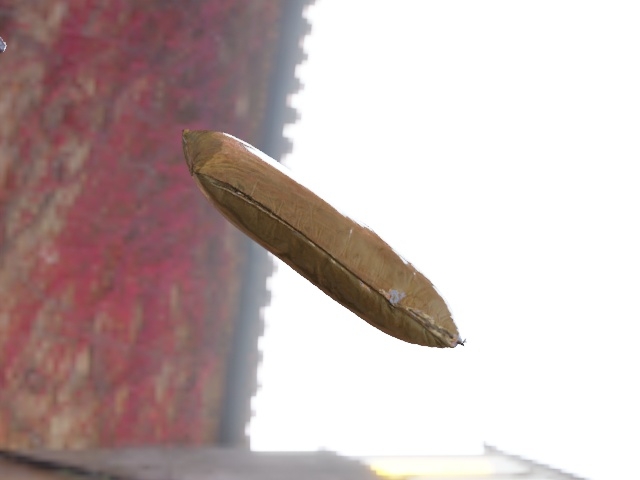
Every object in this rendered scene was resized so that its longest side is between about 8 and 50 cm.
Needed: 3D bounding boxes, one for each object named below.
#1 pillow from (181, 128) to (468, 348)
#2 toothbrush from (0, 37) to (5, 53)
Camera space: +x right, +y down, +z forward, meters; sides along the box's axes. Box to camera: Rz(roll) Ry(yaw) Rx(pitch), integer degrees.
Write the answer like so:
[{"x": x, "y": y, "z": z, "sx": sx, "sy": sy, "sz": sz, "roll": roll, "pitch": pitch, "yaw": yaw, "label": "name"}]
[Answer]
[{"x": 0.000, "y": 0.000, "z": 1.705, "sx": 0.075, "sy": 0.302, "sz": 0.185, "roll": -54, "pitch": -166, "yaw": 6, "label": "pillow"}, {"x": -0.358, "y": -0.250, "z": 1.662, "sx": 0.019, "sy": 0.219, "sz": 0.016, "roll": -20, "pitch": -147, "yaw": 32, "label": "toothbrush"}]
